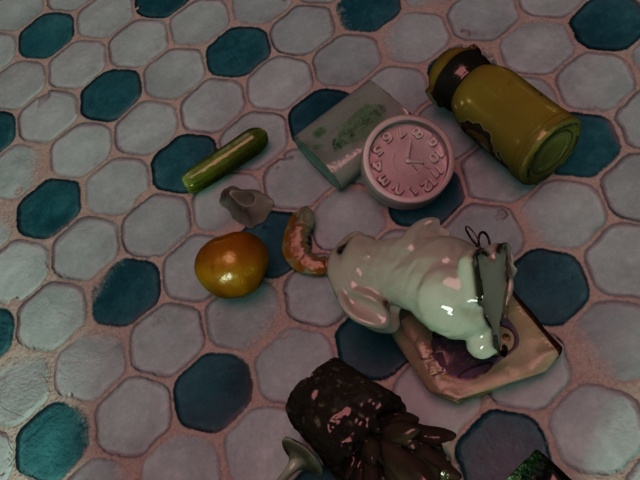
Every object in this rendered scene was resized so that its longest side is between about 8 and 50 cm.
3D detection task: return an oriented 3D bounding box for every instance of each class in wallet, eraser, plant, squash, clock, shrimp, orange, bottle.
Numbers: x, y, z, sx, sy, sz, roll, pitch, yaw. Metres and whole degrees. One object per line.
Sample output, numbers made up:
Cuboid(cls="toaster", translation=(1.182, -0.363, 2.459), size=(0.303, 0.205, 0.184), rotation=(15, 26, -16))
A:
Cuboid(cls="wallet", translation=(0.281, 0.154, 1.602), size=(0.275, 0.068, 0.335), rotation=(-31, 57, -4))
Cuboid(cls="eraser", translation=(0.079, -0.242, 1.864), size=(0.227, 0.081, 0.174), rotation=(-38, 62, -10))
Cuboid(cls="plant", translation=(0.098, 0.357, 1.474), size=(0.194, 0.181, 0.321), rotation=(-41, 62, -17))
Cuboid(cls="squash", translation=(-0.220, -0.188, 1.915), size=(0.229, 0.066, 0.066), rotation=(-34, 60, -6))
Cuboid(cls="clock", translation=(0.186, -0.167, 1.764), size=(0.197, 0.068, 0.196), rotation=(0, 79, -2))
Cuboid(cls="shrimp", translation=(0.000, 0.000, 1.770), size=(0.166, 0.049, 0.161), rotation=(7, 66, 16))
Cuboid(cls="orange", translation=(-0.183, 0.054, 1.732), size=(0.159, 0.159, 0.136), rotation=(-20, 100, 2))
Cuboid(cls="bottle", translation=(0.375, -0.285, 1.771), size=(0.172, 0.171, 0.351), rotation=(-38, 58, -8))

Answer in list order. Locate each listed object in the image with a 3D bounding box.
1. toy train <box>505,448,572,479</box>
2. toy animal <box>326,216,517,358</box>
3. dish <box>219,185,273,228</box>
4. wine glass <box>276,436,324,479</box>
Cuboid(cls="toy train", translation=(0.293, 0.482, 1.348), size=(0.298, 0.194, 0.120), rotation=(-41, 62, -10))
Cuboid(cls="toy animal", translation=(0.171, 0.086, 1.543), size=(0.358, 0.194, 0.257), rotation=(-1, 84, 31))
Cuboid(cls="dish", translation=(-0.177, -0.091, 1.865), size=(0.137, 0.039, 0.091), rotation=(28, 72, 24))
Cuboid(cls="wine glass", translation=(-0.151, 0.424, 1.390), size=(0.096, 0.264, 0.309), rotation=(15, 48, 41))
